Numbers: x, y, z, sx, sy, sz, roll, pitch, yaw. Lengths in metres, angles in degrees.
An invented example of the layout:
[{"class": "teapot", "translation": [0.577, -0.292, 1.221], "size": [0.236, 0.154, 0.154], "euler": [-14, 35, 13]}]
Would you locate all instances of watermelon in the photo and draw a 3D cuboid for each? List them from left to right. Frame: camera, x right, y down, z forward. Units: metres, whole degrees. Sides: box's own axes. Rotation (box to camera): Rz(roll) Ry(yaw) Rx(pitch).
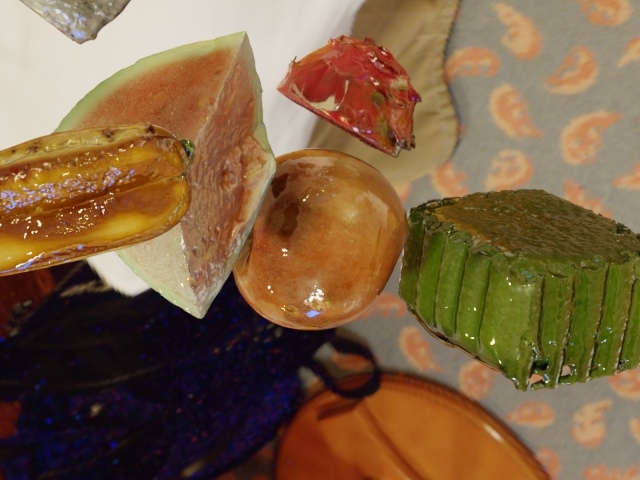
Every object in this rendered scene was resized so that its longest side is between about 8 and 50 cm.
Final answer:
[{"class": "watermelon", "translation": [-0.156, -0.091, 1.281], "size": [0.256, 0.260, 0.176], "euler": [38, 157, -17]}]

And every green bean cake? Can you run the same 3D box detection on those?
[{"class": "green bean cake", "translation": [0.318, 0.066, 1.753], "size": [0.319, 0.335, 0.218], "euler": [40, 129, 56]}]

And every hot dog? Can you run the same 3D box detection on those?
[{"class": "hot dog", "translation": [-0.105, -0.015, 0.423], "size": [0.037, 0.122, 0.049], "euler": [-138, 39, -66]}]

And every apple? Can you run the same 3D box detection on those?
[{"class": "apple", "translation": [0.000, 0.000, 1.588], "size": [0.253, 0.253, 0.254], "euler": [13, 116, 30]}]

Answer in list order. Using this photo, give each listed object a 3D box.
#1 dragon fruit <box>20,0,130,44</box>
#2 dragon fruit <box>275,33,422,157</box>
[{"class": "dragon fruit", "translation": [-0.352, -0.420, 1.470], "size": [0.204, 0.221, 0.283], "euler": [-50, 42, 7]}, {"class": "dragon fruit", "translation": [0.048, -0.243, 1.858], "size": [0.261, 0.189, 0.163], "euler": [33, 121, 19]}]
